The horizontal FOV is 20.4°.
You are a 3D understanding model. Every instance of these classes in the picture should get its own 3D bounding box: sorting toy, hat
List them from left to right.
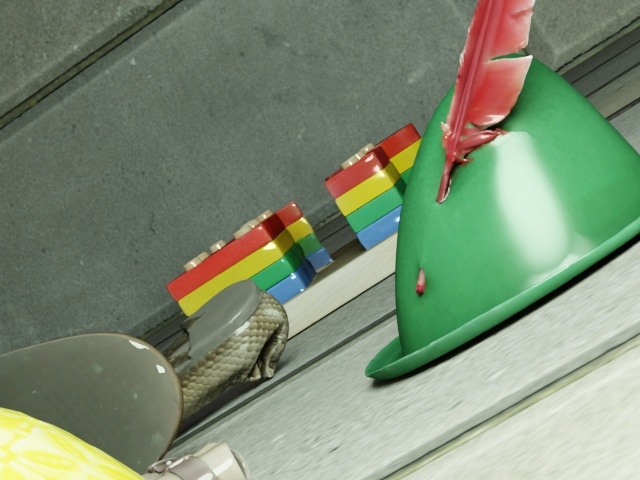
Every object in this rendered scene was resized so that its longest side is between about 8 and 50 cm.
[{"bbox_3d":[0.000,0.000,1.437,0.257,0.089,0.255,-33,2,9],"label":"sorting toy"},{"bbox_3d":[0.061,-0.065,0.812,0.208,0.183,0.173,-32,2,16],"label":"hat"}]

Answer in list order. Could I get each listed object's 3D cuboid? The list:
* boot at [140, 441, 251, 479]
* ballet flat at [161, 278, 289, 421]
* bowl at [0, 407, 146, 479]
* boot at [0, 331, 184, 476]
[{"bbox_3d":[-0.069,0.111,0.701,0.087,0.042,0.118,-31,3,2],"label":"boot"},{"bbox_3d":[-0.120,0.119,1.160,0.250,0.058,0.084,-38,23,9],"label":"ballet flat"},{"bbox_3d":[-0.176,0.123,0.500,0.289,0.156,0.289,-34,2,2],"label":"bowl"},{"bbox_3d":[-0.189,0.140,1.041,0.305,0.112,0.115,-34,-9,23],"label":"boot"}]
